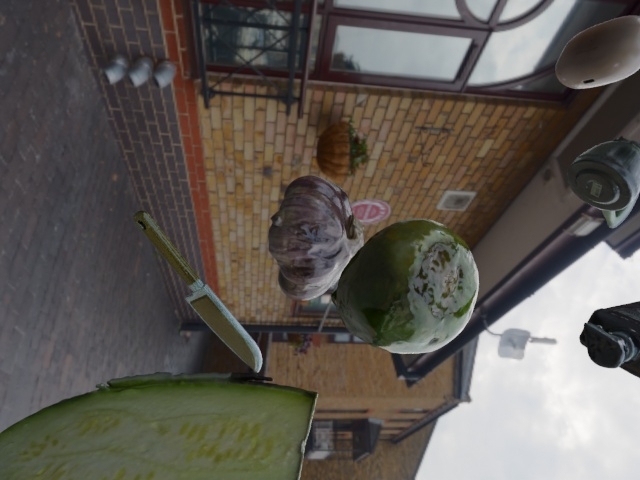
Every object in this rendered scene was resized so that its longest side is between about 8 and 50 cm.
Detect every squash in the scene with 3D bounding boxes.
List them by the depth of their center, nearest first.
[{"bbox_3d":[-0.192,0.224,0.513,0.233,0.309,0.210,-68,-178,-66],"label":"squash"}]

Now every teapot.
[{"bbox_3d":[0.508,-0.107,0.842,0.149,0.108,0.111,48,-13,-3],"label":"teapot"}]

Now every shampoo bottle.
[{"bbox_3d":[0.427,0.130,0.662,0.098,0.310,0.071,35,-66,41],"label":"shampoo bottle"}]

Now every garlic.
[{"bbox_3d":[0.000,0.000,0.966,0.245,0.161,0.244,13,90,-73],"label":"garlic"}]

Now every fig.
[{"bbox_3d":[0.100,0.072,0.625,0.233,0.167,0.167,109,-17,-57],"label":"fig"}]

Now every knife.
[{"bbox_3d":[-0.197,0.093,0.827,0.343,0.061,0.027,54,37,-15],"label":"knife"}]

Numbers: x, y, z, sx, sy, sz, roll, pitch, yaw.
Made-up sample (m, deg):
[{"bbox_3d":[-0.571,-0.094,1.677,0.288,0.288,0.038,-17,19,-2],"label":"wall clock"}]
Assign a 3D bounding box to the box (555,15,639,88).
[{"bbox_3d":[0.608,-0.402,1.072,0.145,0.088,0.200,-61,-156,-6],"label":"box"}]
